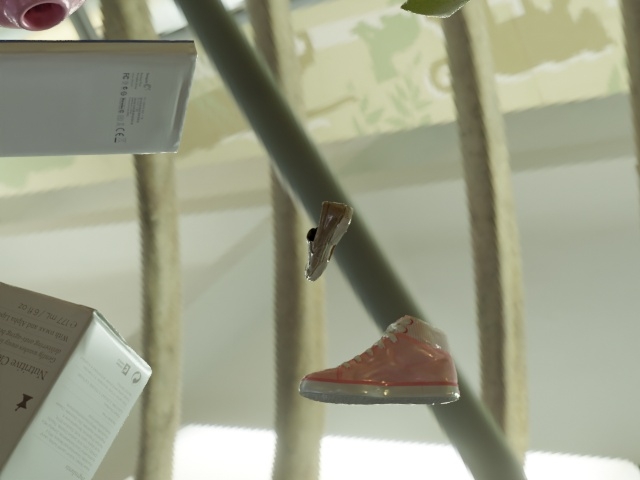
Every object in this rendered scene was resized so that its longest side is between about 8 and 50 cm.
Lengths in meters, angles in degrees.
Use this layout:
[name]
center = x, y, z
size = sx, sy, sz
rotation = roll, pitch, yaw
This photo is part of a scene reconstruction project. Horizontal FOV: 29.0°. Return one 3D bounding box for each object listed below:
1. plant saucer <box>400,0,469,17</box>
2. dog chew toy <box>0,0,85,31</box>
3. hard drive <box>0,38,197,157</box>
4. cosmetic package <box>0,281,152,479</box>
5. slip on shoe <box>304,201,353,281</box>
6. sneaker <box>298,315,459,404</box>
[plant saucer]
center = 0.198, -0.319, 1.375
size = 0.188, 0.045, 0.188
rotation = -39, -175, -19
[dog chew toy]
center = -0.271, -0.317, 1.021
size = 0.207, 0.331, 0.206
rotation = -19, 158, -8
[hard drive]
center = -0.350, -0.201, 1.771
size = 0.319, 0.210, 0.040
rotation = -3, -127, -19
[cosmetic package]
center = -0.389, 0.250, 1.394
size = 0.217, 0.156, 0.385
rotation = 13, -117, 30
[slip on shoe]
center = 0.000, 0.000, 1.619
size = 0.135, 0.041, 0.051
rotation = 120, -13, -47
[sneaker]
center = 0.046, 0.096, 0.996
size = 0.134, 0.070, 0.051
rotation = 2, 166, -17
